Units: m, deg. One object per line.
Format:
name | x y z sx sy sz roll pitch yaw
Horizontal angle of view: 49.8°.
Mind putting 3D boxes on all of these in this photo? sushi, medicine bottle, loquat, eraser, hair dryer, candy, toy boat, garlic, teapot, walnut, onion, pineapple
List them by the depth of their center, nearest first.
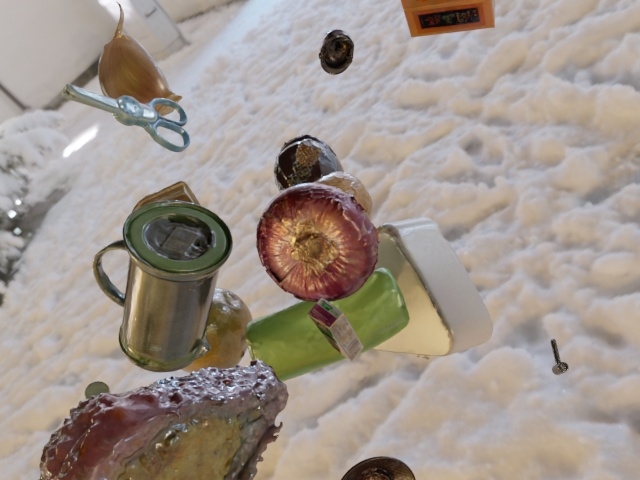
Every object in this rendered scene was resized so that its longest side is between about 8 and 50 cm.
sushi | -0.148 0.186 0.627 0.108 0.161 0.241 17 66 49
onion | 0.000 0.000 1.276 0.230 0.230 0.163 -33 5 17
medicine bottle | -0.427 0.310 1.333 0.083 0.047 0.047 101 -167 -51
teapot | -0.328 0.099 1.376 0.200 0.271 0.336 -67 -3 -50
candy | 0.012 0.180 1.428 0.344 0.132 0.142 -24 45 6
garlic | -0.435 -0.380 1.544 0.149 0.266 0.128 -33 8 -1
eraser | 0.217 0.101 1.581 0.150 0.331 0.331 -13 9 -34
hair dryer | 0.552 0.268 1.602 0.026 0.047 0.083 -5 70 -4
loquat | -0.282 0.216 1.702 0.244 0.244 0.243 -32 27 19
walnut | 0.038 -0.072 1.763 0.195 0.195 0.222 -7 29 50
toy boat | -0.412 -0.068 1.805 0.188 0.116 0.061 -27 40 -1
pineapple | -0.053 -0.217 2.013 0.074 0.074 0.159 -88 18 -56

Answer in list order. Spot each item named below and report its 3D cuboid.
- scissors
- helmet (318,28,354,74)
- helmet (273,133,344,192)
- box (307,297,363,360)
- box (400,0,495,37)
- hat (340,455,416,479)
scissors | -0.367 -0.249 1.324 0.030 0.256 0.125 -37 53 37
helmet | 0.041 -0.527 1.895 0.123 0.098 0.070 107 157 -48
helmet | -0.051 -0.214 2.257 0.225 0.305 0.177 -37 -7 14
box | 0.031 0.160 1.222 0.050 0.207 0.041 36 78 26
box | 0.233 -0.517 1.313 0.174 0.274 0.076 0 62 21
hat | 0.116 0.558 1.562 0.193 0.193 0.082 -42 20 -1
